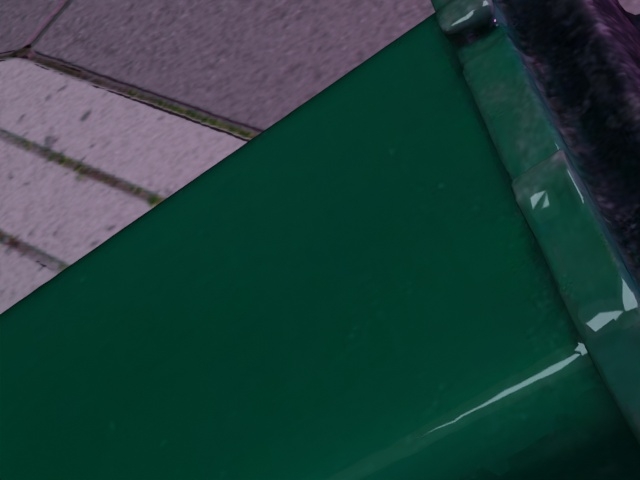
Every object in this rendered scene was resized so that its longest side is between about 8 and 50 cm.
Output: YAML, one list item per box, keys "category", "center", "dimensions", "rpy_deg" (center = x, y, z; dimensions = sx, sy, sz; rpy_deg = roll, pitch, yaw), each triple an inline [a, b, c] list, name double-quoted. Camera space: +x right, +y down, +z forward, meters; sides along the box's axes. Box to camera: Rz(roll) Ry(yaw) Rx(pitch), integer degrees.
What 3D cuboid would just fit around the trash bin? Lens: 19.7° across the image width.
- category: "trash bin"
  center: [0.000, 0.085, 0.674]
  dimensions: [0.381, 0.259, 0.295]
  rpy_deg: [-28, 37, 9]
